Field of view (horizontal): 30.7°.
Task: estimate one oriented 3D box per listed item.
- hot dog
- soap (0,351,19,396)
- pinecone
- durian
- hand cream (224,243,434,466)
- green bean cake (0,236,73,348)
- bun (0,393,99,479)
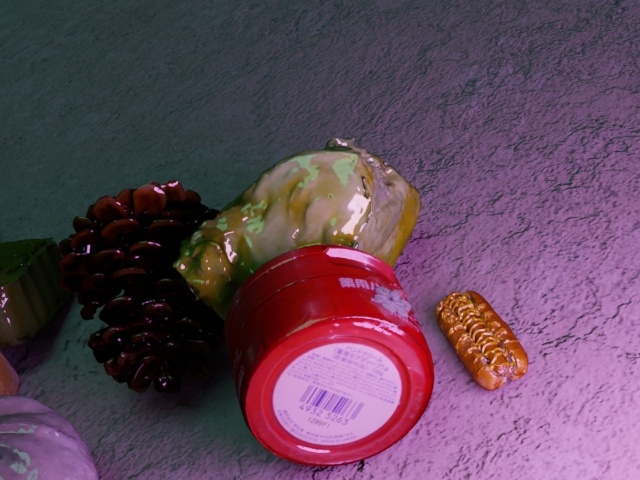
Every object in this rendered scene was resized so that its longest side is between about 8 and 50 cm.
[{"bbox_3d":[0.189,0.114,1.381,0.071,0.045,0.165,-27,36,-2],"label":"hot dog"},{"bbox_3d":[-0.516,0.145,1.518,0.091,0.315,0.199,-18,33,9],"label":"soap"},{"bbox_3d":[-0.225,0.071,1.529,0.246,0.246,0.292,-18,50,9],"label":"pinecone"},{"bbox_3d":[0.000,0.000,1.479,0.256,0.340,0.204,-45,70,15],"label":"durian"},{"bbox_3d":[0.008,0.132,1.311,0.230,0.230,0.149,-21,35,4],"label":"hand cream"},{"bbox_3d":[-0.494,0.083,1.734,0.200,0.113,0.214,-9,21,16],"label":"green bean cake"},{"bbox_3d":[-0.422,0.326,1.327,0.355,0.194,0.354,-17,34,12],"label":"bun"}]
